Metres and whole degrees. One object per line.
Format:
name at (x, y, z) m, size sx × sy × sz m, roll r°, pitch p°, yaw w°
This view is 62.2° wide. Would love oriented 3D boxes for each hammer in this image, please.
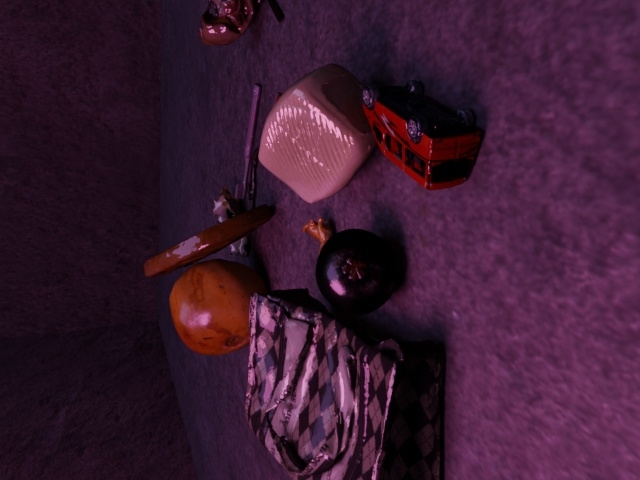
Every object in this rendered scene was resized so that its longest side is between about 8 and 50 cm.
hammer at (-0.117, -0.559, 1.256) m, size 0.178 × 0.021 × 0.065 m, roll 64°, pitch 148°, yaw 35°

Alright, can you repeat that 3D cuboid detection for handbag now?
handbag at (0.026, 0.258, 0.889) m, size 0.416 × 0.180 × 0.316 m, roll 20°, pitch 109°, yaw 56°

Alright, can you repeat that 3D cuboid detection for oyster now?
oyster at (-0.257, -0.051, 1.588) m, size 0.209 × 0.072 × 0.133 m, roll 55°, pitch 139°, yaw 16°

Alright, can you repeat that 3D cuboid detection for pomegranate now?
pomegranate at (-0.265, 0.166, 1.401) m, size 0.264 × 0.265 × 0.264 m, roll 176°, pitch 90°, yaw -66°

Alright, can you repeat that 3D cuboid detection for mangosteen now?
mangosteen at (0.059, 0.052, 0.852) m, size 0.151 × 0.137 × 0.137 m, roll 45°, pitch -145°, yaw -75°

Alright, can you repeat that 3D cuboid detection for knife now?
knife at (-0.191, -0.153, 1.471) m, size 0.045 × 0.021 × 0.222 m, roll 47°, pitch 134°, yaw 51°

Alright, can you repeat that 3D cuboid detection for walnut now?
walnut at (-0.228, -0.620, 1.339) m, size 0.204 × 0.142 × 0.238 m, roll -60°, pitch -31°, yaw -64°

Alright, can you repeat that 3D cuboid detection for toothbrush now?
toothbrush at (-0.203, -0.263, 1.470) m, size 0.024 × 0.029 × 0.353 m, roll 46°, pitch 135°, yaw 36°

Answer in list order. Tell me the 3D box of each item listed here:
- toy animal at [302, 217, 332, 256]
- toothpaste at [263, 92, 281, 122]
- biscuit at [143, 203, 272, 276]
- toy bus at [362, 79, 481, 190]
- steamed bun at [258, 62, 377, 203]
toy animal at (0.000, 0.000, 1.035) m, size 0.081 × 0.060 × 0.083 m, roll -12°, pitch 79°, yaw 25°
toothpaste at (-0.063, -0.263, 1.149) m, size 0.301 × 0.048 × 0.075 m, roll -135°, pitch 43°, yaw -59°
biscuit at (-0.281, 0.004, 1.378) m, size 0.368 × 0.314 × 0.063 m, roll -24°, pitch 92°, yaw 35°
toy bus at (0.126, -0.149, 0.715) m, size 0.195 × 0.081 × 0.089 m, roll -127°, pitch 31°, yaw -49°
steamed bun at (0.010, -0.179, 0.877) m, size 0.170 × 0.152 × 0.238 m, roll 43°, pitch 149°, yaw -1°
